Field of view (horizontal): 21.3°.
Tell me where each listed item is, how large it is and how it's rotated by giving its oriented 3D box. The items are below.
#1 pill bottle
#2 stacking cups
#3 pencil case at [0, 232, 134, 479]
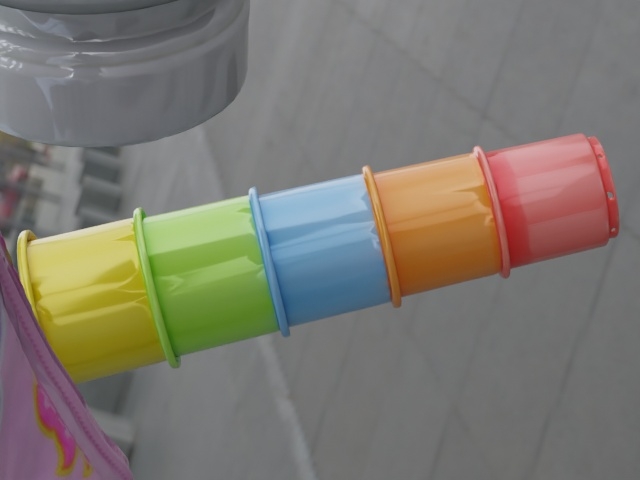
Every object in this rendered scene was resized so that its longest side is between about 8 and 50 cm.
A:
[{"bbox_3d":[-0.091,-0.194,0.646,0.169,0.169,0.301,-89,0,-56],"label":"pill bottle"},{"bbox_3d":[0.000,0.000,0.917,0.096,0.316,0.096,-15,-90,-89],"label":"stacking cups"},{"bbox_3d":[-0.118,0.003,0.367,0.284,0.124,0.124,82,-169,-46],"label":"pencil case"}]
